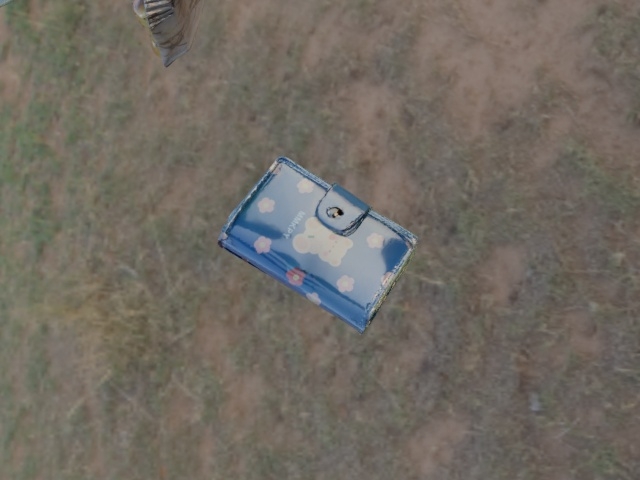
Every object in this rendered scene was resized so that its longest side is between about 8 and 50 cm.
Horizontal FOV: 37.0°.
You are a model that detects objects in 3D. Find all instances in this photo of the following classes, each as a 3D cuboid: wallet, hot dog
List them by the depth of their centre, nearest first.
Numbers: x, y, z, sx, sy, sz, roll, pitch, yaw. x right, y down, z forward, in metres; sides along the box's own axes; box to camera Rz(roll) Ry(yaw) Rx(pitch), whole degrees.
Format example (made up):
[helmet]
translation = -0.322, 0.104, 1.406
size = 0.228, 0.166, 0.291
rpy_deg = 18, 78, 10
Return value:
[hot dog]
translation = -0.155, -0.245, 0.971
size = 0.191, 0.059, 0.108
rpy_deg = 125, 156, -83
[wallet]
translation = 0.000, -0.001, 1.100
size = 0.141, 0.202, 0.059
rpy_deg = -54, -13, -24

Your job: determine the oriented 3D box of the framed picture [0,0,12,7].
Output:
[framed picture]
translation = -0.159, -0.246, 0.396
size = 0.216, 0.273, 0.016
rpy_deg = -23, 23, 10
